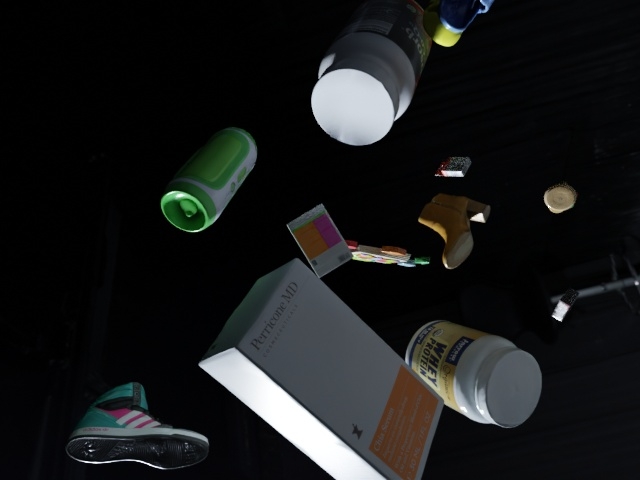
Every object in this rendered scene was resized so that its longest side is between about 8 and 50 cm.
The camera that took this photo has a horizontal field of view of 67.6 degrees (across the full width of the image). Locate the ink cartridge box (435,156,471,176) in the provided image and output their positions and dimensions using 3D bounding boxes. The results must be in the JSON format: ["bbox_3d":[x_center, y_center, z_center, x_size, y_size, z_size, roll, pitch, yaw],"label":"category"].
[{"bbox_3d":[0.437,-0.247,1.597,0.115,0.063,0.029,11,153,47],"label":"ink cartridge box"}]

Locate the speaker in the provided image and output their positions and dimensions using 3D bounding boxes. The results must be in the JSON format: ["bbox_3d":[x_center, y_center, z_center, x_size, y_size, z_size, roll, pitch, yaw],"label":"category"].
[{"bbox_3d":[-0.246,-0.149,1.098,0.296,0.131,0.131,-68,-32,-49],"label":"speaker"}]

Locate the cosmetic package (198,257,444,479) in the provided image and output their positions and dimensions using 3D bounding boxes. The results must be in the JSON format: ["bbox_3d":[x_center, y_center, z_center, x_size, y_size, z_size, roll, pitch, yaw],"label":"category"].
[{"bbox_3d":[0.020,0.280,0.941,0.453,0.161,0.230,44,-131,-14],"label":"cosmetic package"}]

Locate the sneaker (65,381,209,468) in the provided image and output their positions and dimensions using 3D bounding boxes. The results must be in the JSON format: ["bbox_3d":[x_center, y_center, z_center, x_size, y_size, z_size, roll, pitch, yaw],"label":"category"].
[{"bbox_3d":[-0.406,0.422,1.110,0.178,0.296,0.123,-109,35,-61],"label":"sneaker"}]

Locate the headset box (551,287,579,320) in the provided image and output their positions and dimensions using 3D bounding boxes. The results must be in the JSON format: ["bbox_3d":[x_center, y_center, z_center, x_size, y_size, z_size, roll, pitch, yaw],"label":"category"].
[{"bbox_3d":[0.689,0.177,1.340,0.032,0.062,0.083,34,146,30],"label":"headset box"}]

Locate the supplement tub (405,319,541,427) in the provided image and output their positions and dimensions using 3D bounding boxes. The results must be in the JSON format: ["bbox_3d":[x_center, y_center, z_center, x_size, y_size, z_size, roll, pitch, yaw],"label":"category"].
[{"bbox_3d":[0.408,0.356,1.310,0.316,0.228,0.228,5,113,64],"label":"supplement tub"}]

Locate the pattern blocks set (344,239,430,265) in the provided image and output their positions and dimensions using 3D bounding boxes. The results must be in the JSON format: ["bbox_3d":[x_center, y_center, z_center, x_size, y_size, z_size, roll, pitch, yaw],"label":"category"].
[{"bbox_3d":[0.168,0.045,1.472,0.285,0.325,0.026,137,142,-79],"label":"pattern blocks set"}]

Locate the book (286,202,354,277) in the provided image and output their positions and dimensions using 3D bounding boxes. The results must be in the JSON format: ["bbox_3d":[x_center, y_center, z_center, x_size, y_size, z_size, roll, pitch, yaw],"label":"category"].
[{"bbox_3d":[0.000,0.000,1.096,0.144,0.096,0.035,59,179,-6],"label":"book"}]

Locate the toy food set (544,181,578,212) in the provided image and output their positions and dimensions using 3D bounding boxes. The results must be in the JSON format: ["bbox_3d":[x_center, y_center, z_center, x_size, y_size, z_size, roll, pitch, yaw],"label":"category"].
[{"bbox_3d":[0.672,-0.121,1.337,0.083,0.082,0.020,54,-146,-8],"label":"toy food set"}]

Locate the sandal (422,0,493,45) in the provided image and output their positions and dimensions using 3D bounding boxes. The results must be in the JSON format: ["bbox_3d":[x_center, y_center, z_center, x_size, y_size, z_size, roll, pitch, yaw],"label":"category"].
[{"bbox_3d":[0.328,-0.573,1.024,0.138,0.126,0.317,-18,54,62],"label":"sandal"}]

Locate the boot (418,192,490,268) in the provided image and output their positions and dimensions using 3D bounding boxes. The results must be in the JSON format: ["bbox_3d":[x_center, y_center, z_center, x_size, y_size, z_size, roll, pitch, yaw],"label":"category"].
[{"bbox_3d":[0.422,-0.040,1.629,0.211,0.295,0.104,17,148,41],"label":"boot"}]

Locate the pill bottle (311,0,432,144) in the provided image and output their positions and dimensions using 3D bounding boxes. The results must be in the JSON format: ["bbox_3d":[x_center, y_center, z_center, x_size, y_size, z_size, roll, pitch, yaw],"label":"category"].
[{"bbox_3d":[0.117,-0.380,1.056,0.363,0.210,0.210,-66,-31,-41],"label":"pill bottle"}]
